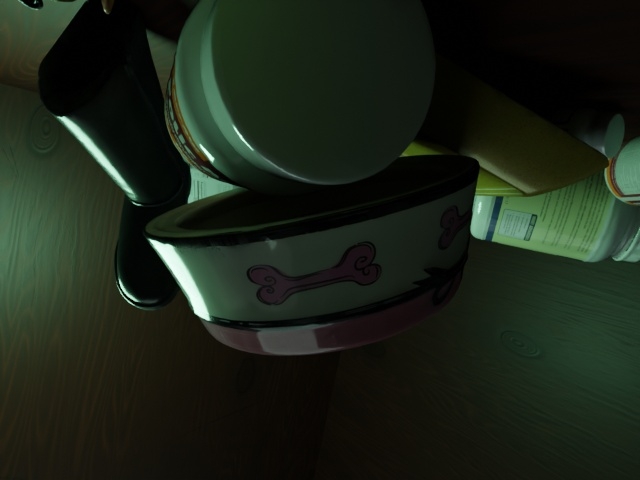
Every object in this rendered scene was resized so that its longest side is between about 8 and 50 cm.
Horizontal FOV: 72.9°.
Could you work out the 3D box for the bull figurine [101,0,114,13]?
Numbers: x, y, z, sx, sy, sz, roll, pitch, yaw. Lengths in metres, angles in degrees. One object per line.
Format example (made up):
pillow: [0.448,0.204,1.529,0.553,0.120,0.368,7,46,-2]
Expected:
bull figurine: [-0.266,-0.229,0.269,0.311,0.101,0.188,15,-150,-23]

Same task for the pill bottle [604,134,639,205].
pill bottle: [0.533,-0.112,0.639,0.121,0.121,0.221,12,-174,8]

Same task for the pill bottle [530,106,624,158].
pill bottle: [0.381,-0.165,0.685,0.086,0.086,0.152,7,-173,-38]

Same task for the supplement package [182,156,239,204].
supplement package: [-0.234,-0.217,1.097,0.145,0.261,0.204,13,-155,14]

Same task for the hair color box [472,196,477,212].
hair color box: [0.469,-0.146,1.135,0.348,0.173,0.105,14,-173,23]

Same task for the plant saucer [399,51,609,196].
plant saucer: [0.198,-0.159,0.688,0.333,0.080,0.333,28,-177,-6]

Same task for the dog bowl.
dog bowl: [0.000,0.000,0.568,0.409,0.150,0.408,-11,-165,3]

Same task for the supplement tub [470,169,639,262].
supplement tub: [0.513,-0.086,0.933,0.325,0.235,0.235,14,-174,20]

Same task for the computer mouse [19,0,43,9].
computer mouse: [-0.495,-0.358,0.611,0.193,0.042,0.106,14,-173,28]

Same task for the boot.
boot: [-0.331,-0.105,0.758,0.146,0.366,0.445,0,158,-9]

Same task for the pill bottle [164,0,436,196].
pill bottle: [-0.060,-0.167,0.509,0.224,0.223,0.392,9,-174,-23]
